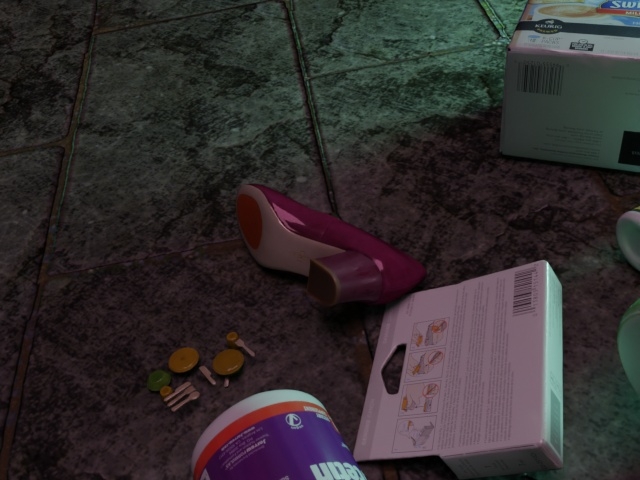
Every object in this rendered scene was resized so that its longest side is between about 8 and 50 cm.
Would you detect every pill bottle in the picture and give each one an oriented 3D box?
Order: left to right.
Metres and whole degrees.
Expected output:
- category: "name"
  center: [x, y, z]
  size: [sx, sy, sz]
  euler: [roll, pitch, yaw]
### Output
- category: "pill bottle"
  center: [-0.012, 0.332, 0.802]
  size: [0.182, 0.181, 0.323]
  euler: [-24, 45, -13]
- category: "pill bottle"
  center: [0.556, -0.027, 1.118]
  size: [0.184, 0.103, 0.103]
  euler: [-23, 45, -12]

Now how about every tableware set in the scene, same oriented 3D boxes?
- category: "tableware set"
  center: [-0.179, 0.192, 1.099]
  size: [0.154, 0.024, 0.104]
  euler: [-34, 45, -21]

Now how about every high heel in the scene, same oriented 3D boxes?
- category: "high heel"
  center: [0.000, 0.000, 1.226]
  size: [0.181, 0.127, 0.377]
  euler: [-7, 34, -33]

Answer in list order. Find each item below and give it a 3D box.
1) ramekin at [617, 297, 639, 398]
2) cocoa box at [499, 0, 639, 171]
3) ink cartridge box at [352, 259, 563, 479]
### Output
- category: "ramekin"
  center: [0.484, 0.149, 0.820]
  size: [0.148, 0.303, 0.303]
  euler: [-33, 47, -12]
- category: "cocoa box"
  center: [0.517, -0.282, 1.297]
  size: [0.347, 0.231, 0.228]
  euler: [11, 47, 21]
- category: "ink cartridge box"
  center: [0.195, 0.179, 1.007]
  size: [0.261, 0.066, 0.296]
  euler: [-17, 37, 32]
